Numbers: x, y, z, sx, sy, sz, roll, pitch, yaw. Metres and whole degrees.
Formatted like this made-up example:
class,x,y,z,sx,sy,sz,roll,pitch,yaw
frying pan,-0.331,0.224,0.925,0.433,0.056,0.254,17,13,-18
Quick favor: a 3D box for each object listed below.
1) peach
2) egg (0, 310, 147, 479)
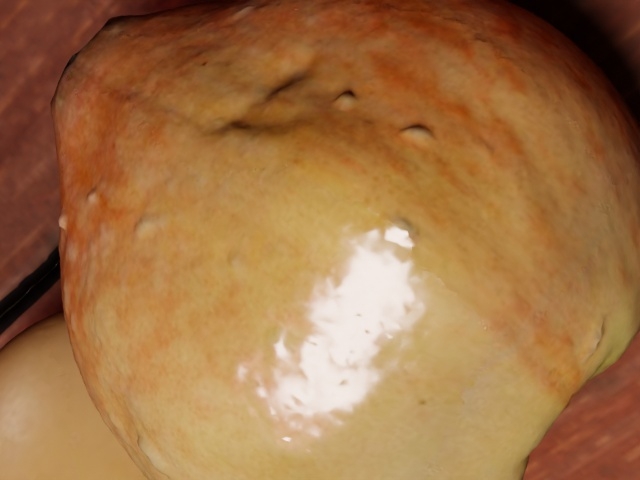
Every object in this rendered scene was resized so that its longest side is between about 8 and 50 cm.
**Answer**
class,x,y,z,sx,sy,sz,roll,pitch,yaw
peach,0.000,0.000,0.708,0.232,0.232,0.232,12,124,18
egg,-0.071,0.145,0.842,0.201,0.201,0.244,-15,101,31
